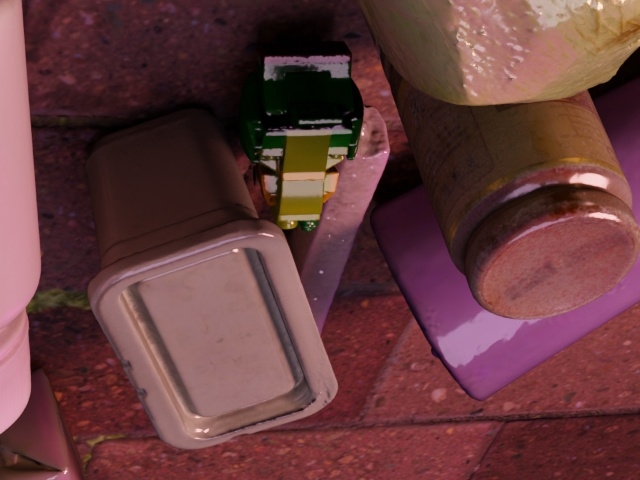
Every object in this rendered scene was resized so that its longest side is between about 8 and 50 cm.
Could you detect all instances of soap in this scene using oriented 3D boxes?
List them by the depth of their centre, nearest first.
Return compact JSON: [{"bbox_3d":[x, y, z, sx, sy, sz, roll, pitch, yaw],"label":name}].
[{"bbox_3d":[-0.337,0.250,2.028,0.182,0.138,0.199,-14,144,-3],"label":"soap"}]

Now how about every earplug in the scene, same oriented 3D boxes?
[{"bbox_3d":[0.287,-0.047,1.872,0.456,0.215,0.215,-30,143,9],"label":"earplug"}]

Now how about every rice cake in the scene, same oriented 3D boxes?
[{"bbox_3d":[0.000,0.000,1.910,0.056,0.072,0.365,-1,139,-19],"label":"rice cake"}]

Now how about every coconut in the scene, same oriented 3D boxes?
[{"bbox_3d":[0.155,-0.245,1.462,0.328,0.281,0.328,-13,116,-29],"label":"coconut"}]

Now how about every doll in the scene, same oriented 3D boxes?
[{"bbox_3d":[-0.017,-0.092,1.721,0.106,0.134,0.186,-3,142,-11],"label":"doll"}]

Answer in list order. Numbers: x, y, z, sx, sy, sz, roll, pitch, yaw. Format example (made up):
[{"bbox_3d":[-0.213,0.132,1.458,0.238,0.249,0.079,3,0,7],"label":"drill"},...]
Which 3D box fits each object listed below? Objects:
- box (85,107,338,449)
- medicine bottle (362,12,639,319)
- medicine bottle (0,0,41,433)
[{"bbox_3d":[-0.109,0.032,1.805,0.175,0.182,0.312,-18,144,0],"label":"box"},{"bbox_3d":[0.145,-0.102,1.619,0.151,0.322,0.151,-11,144,-8],"label":"medicine bottle"},{"bbox_3d":[-0.323,-0.035,1.513,0.214,0.213,0.378,-9,123,-13],"label":"medicine bottle"}]
